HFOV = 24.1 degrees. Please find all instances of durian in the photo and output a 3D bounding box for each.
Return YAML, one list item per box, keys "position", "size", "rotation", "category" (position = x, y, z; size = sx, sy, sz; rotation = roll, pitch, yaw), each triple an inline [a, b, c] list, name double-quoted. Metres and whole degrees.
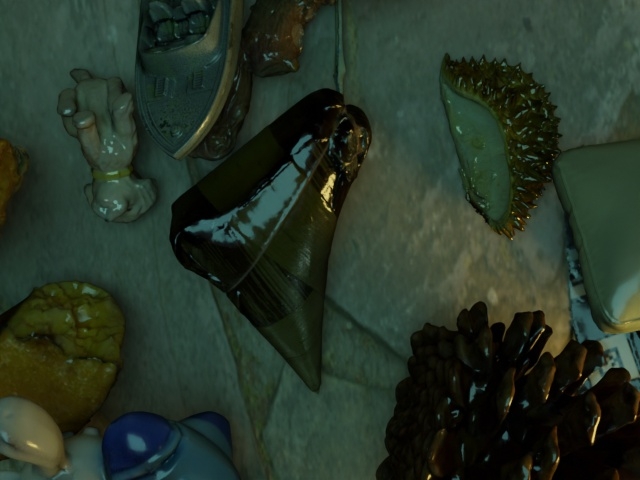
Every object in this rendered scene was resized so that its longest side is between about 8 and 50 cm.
- position: [0.234, -0.131, 1.930]
  size: [0.139, 0.144, 0.252]
  rotation: [-11, 99, 44]
  category: "durian"

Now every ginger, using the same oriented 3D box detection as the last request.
- position: [-0.086, -0.225, 1.951]
  size: [0.122, 0.084, 0.290]
  rotation: [31, 86, 20]
  category: "ginger"

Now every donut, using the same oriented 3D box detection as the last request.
- position: [-0.472, 0.074, 1.921]
  size: [0.378, 0.163, 0.435]
  rotation: [-22, 112, 12]
  category: "donut"

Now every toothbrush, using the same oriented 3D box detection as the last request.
- position: [0.027, -0.252, 1.970]
  size: [0.028, 0.026, 0.294]
  rotation: [-7, 92, -12]
  category: "toothbrush"

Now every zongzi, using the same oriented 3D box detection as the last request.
- position: [0.000, 0.000, 1.932]
  size: [0.289, 0.154, 0.317]
  rotation: [-37, 103, 12]
  category: "zongzi"

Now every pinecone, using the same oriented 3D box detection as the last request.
- position: [0.257, 0.266, 1.814]
  size: [0.384, 0.384, 0.384]
  rotation: [0, 92, 6]
  category: "pinecone"

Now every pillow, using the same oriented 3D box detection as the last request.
- position: [0.464, -0.028, 1.844]
  size: [0.322, 0.120, 0.255]
  rotation: [-9, 66, -4]
  category: "pillow"

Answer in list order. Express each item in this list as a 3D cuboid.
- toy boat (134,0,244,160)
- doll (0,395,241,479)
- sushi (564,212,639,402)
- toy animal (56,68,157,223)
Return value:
- position: [-0.171, -0.247, 1.902]
  size: [0.141, 0.092, 0.319]
  rotation: [-9, 65, 25]
  category: "toy boat"
- position: [-0.234, 0.306, 1.892]
  size: [0.366, 0.376, 0.187]
  rotation: [2, 74, -4]
  category: "doll"
- position: [0.479, 0.101, 1.913]
  size: [0.320, 0.069, 0.339]
  rotation: [-3, 92, 6]
  category: "sushi"
- position: [-0.282, -0.123, 1.985]
  size: [0.104, 0.184, 0.185]
  rotation: [-24, 122, -8]
  category: "toy animal"
